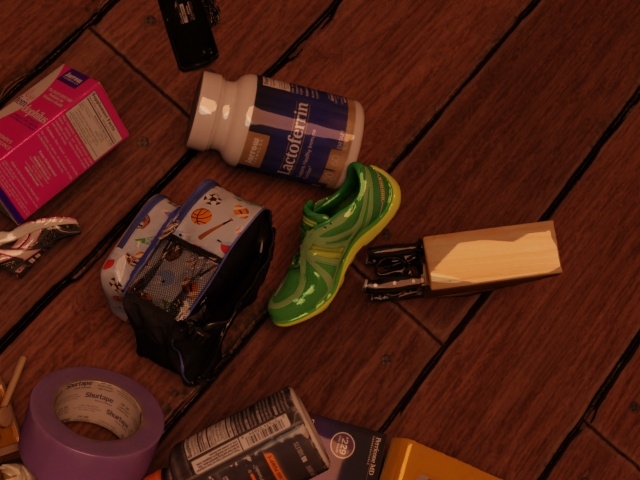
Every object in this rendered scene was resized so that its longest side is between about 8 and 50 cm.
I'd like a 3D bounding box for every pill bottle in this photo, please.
[{"bbox_3d":[-0.075,-0.180,1.535,0.264,0.153,0.153,12,74,-12],"label":"pill bottle"},{"bbox_3d":[-0.120,0.314,1.333,0.245,0.130,0.130,-27,86,-2],"label":"pill bottle"}]

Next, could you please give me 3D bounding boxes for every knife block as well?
[{"bbox_3d":[0.208,0.036,1.525,0.242,0.275,0.088,3,75,-46],"label":"knife block"}]

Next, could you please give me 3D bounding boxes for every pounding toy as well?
[{"bbox_3d":[-0.471,0.243,1.344,0.100,0.141,0.130,-21,83,9],"label":"pounding toy"}]

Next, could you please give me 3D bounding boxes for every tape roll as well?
[{"bbox_3d":[-0.320,0.266,1.341,0.189,0.189,0.080,17,115,-12],"label":"tape roll"}]

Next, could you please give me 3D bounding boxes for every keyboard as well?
[{"bbox_3d":[-0.214,-0.381,1.614,0.100,0.038,0.192,-17,83,5],"label":"keyboard"}]

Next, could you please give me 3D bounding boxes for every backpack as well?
[{"bbox_3d":[-0.183,0.047,1.412,0.213,0.276,0.263,35,67,8],"label":"backpack"}]

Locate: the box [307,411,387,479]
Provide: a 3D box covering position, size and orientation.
[{"bbox_3d":[-0.023,0.398,1.444,0.184,0.103,0.261,18,73,-14],"label":"box"}]

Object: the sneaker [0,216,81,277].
[{"bbox_3d":[-0.446,0.015,1.439,0.178,0.072,0.077,-16,94,-11],"label":"sneaker"}]

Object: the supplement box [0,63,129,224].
[{"bbox_3d":[-0.416,-0.147,1.432,0.111,0.114,0.220,28,62,39],"label":"supplement box"}]

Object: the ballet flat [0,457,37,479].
[{"bbox_3d":[-0.456,0.345,1.317,0.203,0.074,0.074,-6,78,-37],"label":"ballet flat"}]

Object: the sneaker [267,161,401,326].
[{"bbox_3d":[0.000,0.000,1.501,0.123,0.109,0.296,36,89,-32],"label":"sneaker"}]

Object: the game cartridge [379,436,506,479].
[{"bbox_3d":[0.179,0.496,1.453,0.285,0.052,0.324,28,69,-30],"label":"game cartridge"}]
